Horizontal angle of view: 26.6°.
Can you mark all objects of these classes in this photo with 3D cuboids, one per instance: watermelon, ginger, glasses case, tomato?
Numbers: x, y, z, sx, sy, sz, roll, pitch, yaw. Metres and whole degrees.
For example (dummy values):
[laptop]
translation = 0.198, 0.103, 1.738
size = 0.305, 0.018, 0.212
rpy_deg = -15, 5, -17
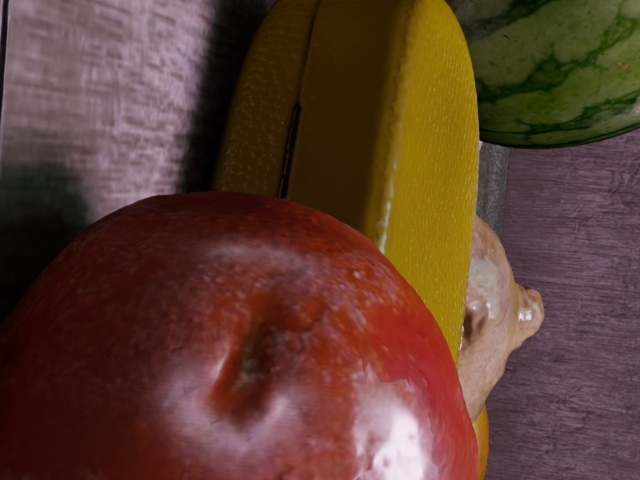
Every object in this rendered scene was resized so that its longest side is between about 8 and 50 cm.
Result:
[watermelon]
translation = 0.097, -0.182, 0.930
size = 0.189, 0.331, 0.331
rpy_deg = -46, 166, 2
[ginger]
translation = 0.064, 0.031, 1.022
size = 0.126, 0.190, 0.354
rpy_deg = -95, 168, -46
[glasses case]
translation = 0.000, 0.036, 0.786
size = 0.173, 0.141, 0.371
rpy_deg = 40, 55, -58
[tomato]
translation = -0.032, 0.091, 0.543
size = 0.232, 0.188, 0.232
rpy_deg = 7, 90, -81

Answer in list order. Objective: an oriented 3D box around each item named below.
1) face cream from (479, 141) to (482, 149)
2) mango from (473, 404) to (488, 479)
[face cream]
translation = 0.143, -0.160, 1.463
size = 0.345, 0.102, 0.102
rpy_deg = -64, 157, -59
[mango]
translation = 0.093, 0.220, 1.331
size = 0.166, 0.136, 0.236
rpy_deg = -61, 159, -69
